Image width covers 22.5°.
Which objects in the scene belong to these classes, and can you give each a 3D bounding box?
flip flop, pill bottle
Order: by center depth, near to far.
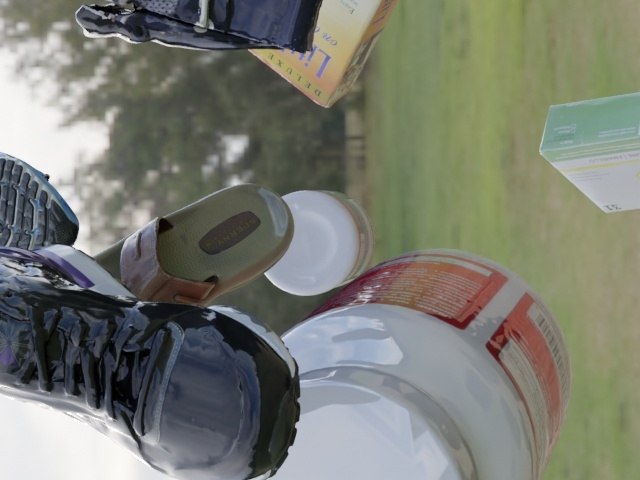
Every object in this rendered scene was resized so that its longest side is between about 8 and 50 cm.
[{"bbox_3d":[0.061,0.145,1.237,0.407,0.229,0.229,-30,-60,-73],"label":"pill bottle"},{"bbox_3d":[-0.125,0.026,1.363,0.112,0.277,0.080,49,147,11],"label":"flip flop"},{"bbox_3d":[0.000,0.000,1.705,0.180,0.107,0.108,-10,-81,-80],"label":"pill bottle"}]

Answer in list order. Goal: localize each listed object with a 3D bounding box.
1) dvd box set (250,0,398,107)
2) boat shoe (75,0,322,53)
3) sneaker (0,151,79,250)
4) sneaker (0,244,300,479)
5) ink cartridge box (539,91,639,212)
[{"bbox_3d":[-0.018,-0.368,1.478,0.062,0.307,0.420,-39,-17,-47],"label":"dvd box set"},{"bbox_3d":[-0.038,-0.277,1.007,0.127,0.158,0.341,-72,-4,-79],"label":"boat shoe"},{"bbox_3d":[-0.219,-0.036,1.192,0.162,0.073,0.063,32,110,44],"label":"sneaker"},{"bbox_3d":[-0.139,0.072,0.921,0.124,0.283,0.107,7,-83,-46],"label":"sneaker"},{"bbox_3d":[0.330,-0.057,1.440,0.235,0.171,0.056,36,-121,-41],"label":"ink cartridge box"}]
